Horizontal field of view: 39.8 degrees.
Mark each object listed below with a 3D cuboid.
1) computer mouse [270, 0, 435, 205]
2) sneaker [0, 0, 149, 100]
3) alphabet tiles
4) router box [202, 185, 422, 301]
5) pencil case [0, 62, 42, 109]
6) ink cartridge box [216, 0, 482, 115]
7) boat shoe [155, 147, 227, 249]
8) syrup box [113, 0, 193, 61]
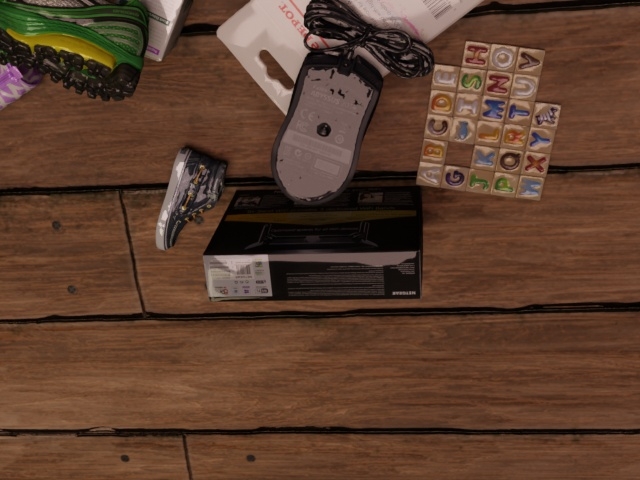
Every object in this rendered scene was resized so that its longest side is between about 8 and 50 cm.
[{"bbox_3d":[0.023,-0.178,1.220,0.189,0.072,0.272,24,105,-4],"label":"computer mouse"},{"bbox_3d":[-0.398,-0.312,1.193,0.344,0.146,0.134,20,159,-14],"label":"sneaker"},{"bbox_3d":[0.260,-0.181,1.348,0.198,0.009,0.237,8,117,3],"label":"alphabet tiles"},{"bbox_3d":[0.000,0.000,1.336,0.309,0.243,0.081,-1,115,8],"label":"router box"},{"bbox_3d":[-0.534,-0.230,1.377,0.206,0.088,0.086,-29,108,18],"label":"pencil case"},{"bbox_3d":[0.052,-0.338,1.236,0.353,0.119,0.207,-35,108,20],"label":"ink cartridge box"},{"bbox_3d":[-0.210,-0.055,1.433,0.083,0.065,0.183,19,115,-1],"label":"boat shoe"},{"bbox_3d":[-0.220,-0.386,1.260,0.096,0.093,0.237,25,116,-6],"label":"syrup box"}]
